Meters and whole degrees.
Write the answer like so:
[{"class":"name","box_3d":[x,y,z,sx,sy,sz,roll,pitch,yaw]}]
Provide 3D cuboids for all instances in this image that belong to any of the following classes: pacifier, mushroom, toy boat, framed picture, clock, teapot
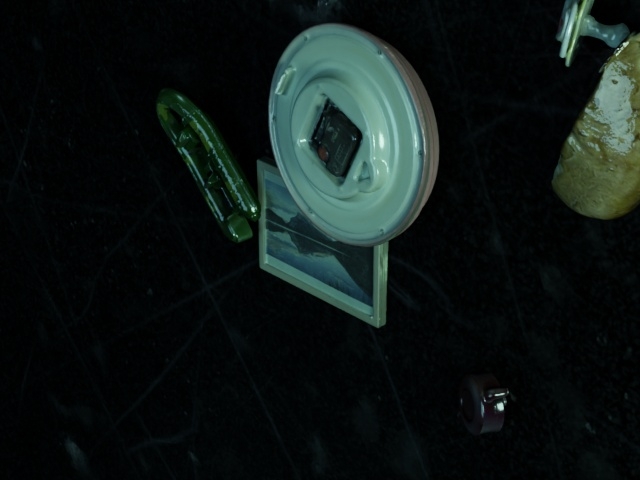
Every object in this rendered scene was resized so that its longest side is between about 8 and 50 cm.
[{"class":"pacifier","box_3d":[0.247,-0.190,1.444,0.064,0.068,0.083,18,125,11]},{"class":"mushroom","box_3d":[0.274,-0.091,1.449,0.094,0.072,0.209,41,135,15]},{"class":"toy boat","box_3d":[-0.134,-0.094,1.922,0.210,0.052,0.104,60,156,6]},{"class":"framed picture","box_3d":[0.000,0.000,1.850,0.203,0.015,0.150,26,127,38]},{"class":"clock","box_3d":[0.028,-0.113,1.715,0.244,0.056,0.244,19,118,41]},{"class":"teapot","box_3d":[0.176,0.175,1.719,0.100,0.045,0.067,124,140,-66]}]
